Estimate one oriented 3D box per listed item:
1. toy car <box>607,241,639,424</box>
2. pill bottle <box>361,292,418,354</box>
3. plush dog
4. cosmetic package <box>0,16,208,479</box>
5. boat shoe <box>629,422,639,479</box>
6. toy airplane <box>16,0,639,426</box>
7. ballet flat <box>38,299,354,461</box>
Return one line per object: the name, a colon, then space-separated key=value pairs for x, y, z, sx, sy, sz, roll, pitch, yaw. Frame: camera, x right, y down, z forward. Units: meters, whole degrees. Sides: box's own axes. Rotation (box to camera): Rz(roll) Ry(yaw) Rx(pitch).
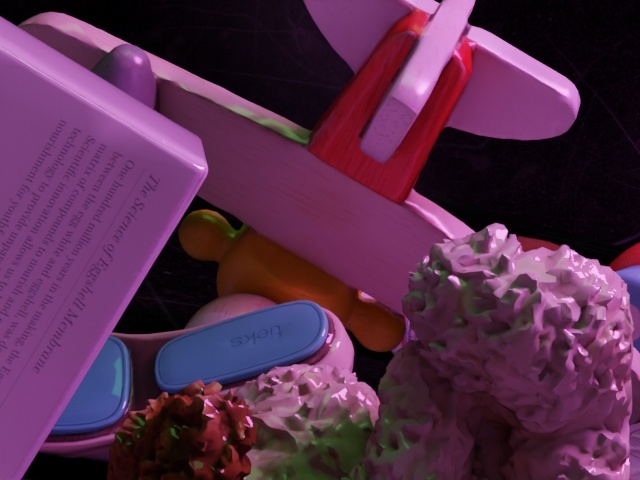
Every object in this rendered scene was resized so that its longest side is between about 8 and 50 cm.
toy car: x=0.246 y=0.111 z=0.921 sx=0.238 sy=0.210 sz=0.219 roll=-17 pitch=-3 yaw=44
pill bottle: x=0.118 y=0.079 z=1.064 sx=0.160 sy=0.087 sz=0.087 roll=10 pitch=7 yaw=23
plush dog: x=0.018 y=0.126 z=0.507 sx=0.225 sy=0.211 sz=0.262 roll=0 pitch=-21 yaw=6
cosmetic package: x=-0.205 y=-0.005 z=0.527 sx=0.224 sy=0.224 sz=0.138 roll=32 pitch=5 yaw=-11
boat shoe: x=0.257 y=0.160 z=0.659 sx=0.118 sy=0.103 sz=0.320 roll=12 pitch=7 yaw=39
toy airplane: x=0.000 y=0.000 z=0.762 sx=0.386 sy=0.272 sz=0.384 roll=7 pitch=-36 yaw=37
ballet flat: x=-0.099 y=0.097 z=0.663 sx=0.248 sy=0.086 sz=0.086 roll=-8 pitch=6 yaw=9
